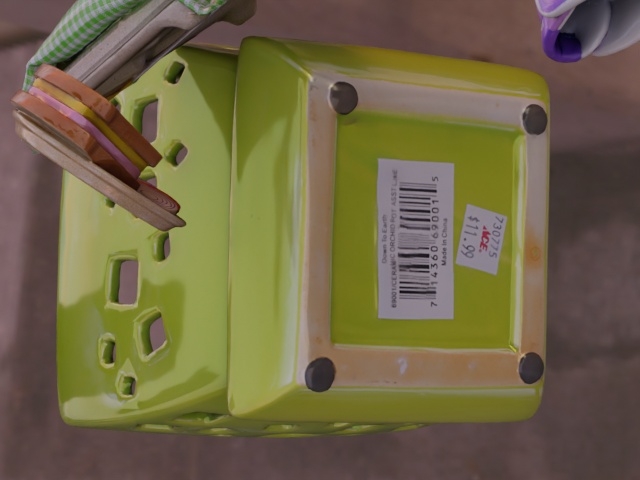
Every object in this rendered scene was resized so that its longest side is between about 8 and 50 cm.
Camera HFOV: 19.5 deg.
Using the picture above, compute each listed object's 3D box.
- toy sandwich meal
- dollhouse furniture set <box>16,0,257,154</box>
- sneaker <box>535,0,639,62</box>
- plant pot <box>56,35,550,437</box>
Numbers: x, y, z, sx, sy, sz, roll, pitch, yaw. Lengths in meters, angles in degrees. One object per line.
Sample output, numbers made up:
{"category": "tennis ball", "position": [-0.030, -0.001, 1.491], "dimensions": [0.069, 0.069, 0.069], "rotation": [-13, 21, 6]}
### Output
{"category": "toy sandwich meal", "position": [-0.080, -0.035, 0.693], "dimensions": [0.085, 0.085, 0.029], "rotation": [33, 89, 44]}
{"category": "dollhouse furniture set", "position": [-0.046, -0.197, 0.861], "dimensions": [0.301, 0.197, 0.151], "rotation": [-33, 95, 44]}
{"category": "sneaker", "position": [0.128, -0.190, 1.168], "dimensions": [0.282, 0.102, 0.161], "rotation": [2, 70, 49]}
{"category": "plant pot", "position": [0.000, 0.000, 1.034], "dimensions": [0.207, 0.227, 0.228], "rotation": [-2, 85, 57]}
